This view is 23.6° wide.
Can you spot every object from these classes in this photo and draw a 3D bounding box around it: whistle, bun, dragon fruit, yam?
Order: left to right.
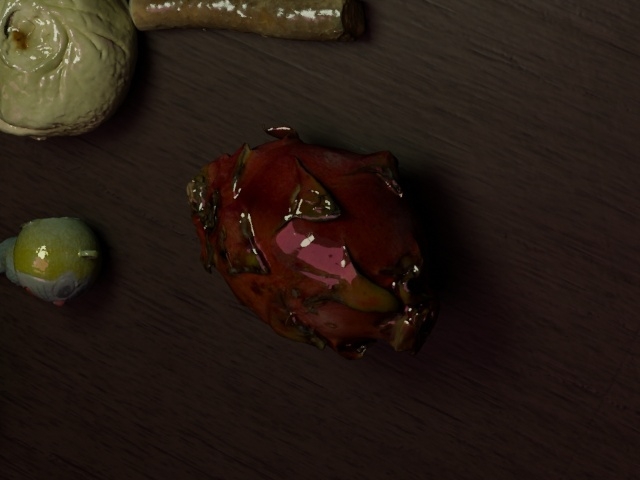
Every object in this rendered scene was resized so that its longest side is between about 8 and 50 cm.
[{"bbox_3d":[-0.350,-0.236,1.879,0.243,0.153,0.244,2,96,19],"label":"bun"},{"bbox_3d":[-0.370,0.033,1.994,0.223,0.123,0.123,-7,102,38],"label":"whistle"},{"bbox_3d":[-0.094,-0.272,1.821,0.299,0.066,0.066,7,107,23],"label":"yam"},{"bbox_3d":[0.003,0.002,1.770,0.315,0.250,0.250,19,112,32],"label":"dragon fruit"}]
